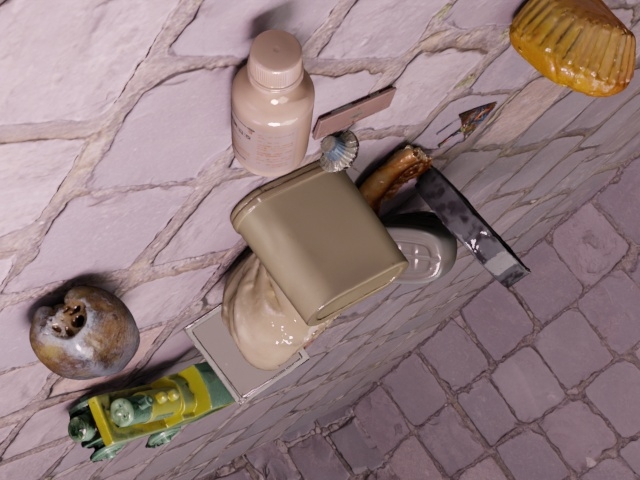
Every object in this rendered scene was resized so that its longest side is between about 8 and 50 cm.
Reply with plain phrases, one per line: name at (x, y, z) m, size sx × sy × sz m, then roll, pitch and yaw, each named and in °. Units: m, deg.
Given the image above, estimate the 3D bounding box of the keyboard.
keyboard at (0.056, -0.217, 1.655) m, size 0.165 × 0.017 × 0.055 m, roll -27°, pitch 157°, yaw -27°

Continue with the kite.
kite at (0.317, -0.247, 2.098) m, size 0.160 × 0.010 × 0.183 m, roll -36°, pitch 164°, yaw 3°

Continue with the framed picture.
framed picture at (-0.162, 0.230, 2.186) m, size 0.197 × 0.014 × 0.252 m, roll -34°, pitch 119°, yaw -5°

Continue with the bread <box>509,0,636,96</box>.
bread at (0.448, -0.347, 1.701) m, size 0.240 × 0.240 × 0.139 m, roll -15°, pitch 142°, yaw -50°

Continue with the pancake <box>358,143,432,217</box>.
pancake at (0.139, -0.112, 2.036) m, size 0.212 × 0.056 × 0.257 m, roll -38°, pitch 164°, yaw 12°

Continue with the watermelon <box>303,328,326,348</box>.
watermelon at (-0.145, 0.222, 2.303) m, size 0.303 × 0.159 × 0.128 m, roll -41°, pitch -162°, yaw 19°

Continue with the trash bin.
trash bin at (0.000, 0.000, 1.740) m, size 0.243 × 0.247 × 0.121 m, roll -25°, pitch 159°, yaw -27°

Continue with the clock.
clock at (0.337, -0.030, 2.177) m, size 0.067 × 0.325 × 0.325 m, roll -43°, pitch 163°, yaw 10°

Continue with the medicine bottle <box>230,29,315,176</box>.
medicine bottle at (-0.064, -0.186, 1.323) m, size 0.114 × 0.114 × 0.252 m, roll -30°, pitch 163°, yaw -17°

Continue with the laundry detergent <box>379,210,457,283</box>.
laundry detergent at (0.203, -0.001, 2.262) m, size 0.263 × 0.125 × 0.398 m, roll 2°, pitch -169°, yaw 18°

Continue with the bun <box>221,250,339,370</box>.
bun at (-0.049, 0.082, 1.929) m, size 0.359 × 0.211 × 0.360 m, roll -42°, pitch 179°, yaw -1°

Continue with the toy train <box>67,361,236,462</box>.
toy train at (-0.377, 0.369, 2.141) m, size 0.237 × 0.150 × 0.369 m, roll -31°, pitch 167°, yaw 24°

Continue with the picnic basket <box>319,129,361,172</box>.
picnic basket at (0.036, -0.152, 1.714) m, size 0.083 × 0.065 × 0.083 m, roll -44°, pitch 146°, yaw 11°

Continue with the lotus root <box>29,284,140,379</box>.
lotus root at (-0.379, 0.169, 1.651) m, size 0.158 × 0.140 × 0.322 m, roll -35°, pitch 166°, yaw -4°
